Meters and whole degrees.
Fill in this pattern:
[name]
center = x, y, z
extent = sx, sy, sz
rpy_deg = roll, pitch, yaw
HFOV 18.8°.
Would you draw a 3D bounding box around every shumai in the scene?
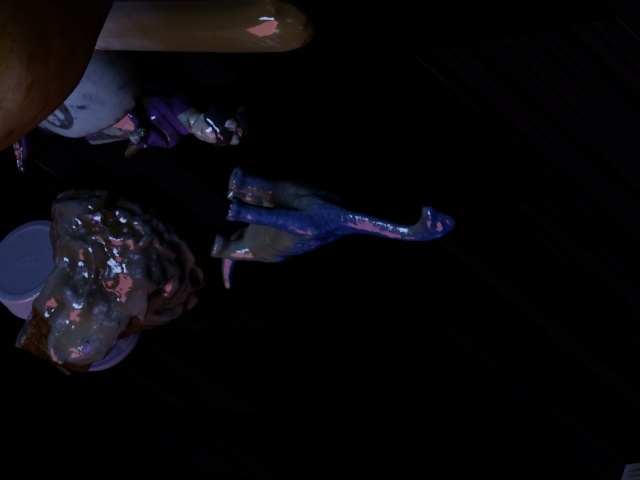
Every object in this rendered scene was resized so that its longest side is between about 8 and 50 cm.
[shumai]
center = -0.214, 0.055, 1.903
extent = 0.166, 0.175, 0.206
rpy_deg = 15, 160, 20

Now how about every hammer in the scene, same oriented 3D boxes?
[hammer]
center = -0.137, -0.163, 1.422
extent = 0.305, 0.113, 0.202
rpy_deg = 1, 153, 34

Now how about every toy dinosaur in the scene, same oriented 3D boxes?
[toy dinosaur]
center = 0.000, 0.000, 1.709
extent = 0.188, 0.075, 0.248
rpy_deg = 18, 153, -5

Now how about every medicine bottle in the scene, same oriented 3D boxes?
[medicine bottle]
center = -0.271, 0.062, 2.073
extent = 0.105, 0.105, 0.168
rpy_deg = 9, 154, 33

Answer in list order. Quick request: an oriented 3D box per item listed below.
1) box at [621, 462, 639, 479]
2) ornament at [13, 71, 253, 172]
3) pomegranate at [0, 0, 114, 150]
[box]
center = 0.322, 0.268, 1.977
extent = 0.024, 0.083, 0.053
rpy_deg = 27, 161, -17
[ornament]
center = -0.159, -0.101, 1.591
extent = 0.203, 0.081, 0.088
rpy_deg = 7, 123, 20
[pomegranate]
center = -0.258, -0.197, 1.181
extent = 0.342, 0.342, 0.342
rpy_deg = 20, 159, 8
